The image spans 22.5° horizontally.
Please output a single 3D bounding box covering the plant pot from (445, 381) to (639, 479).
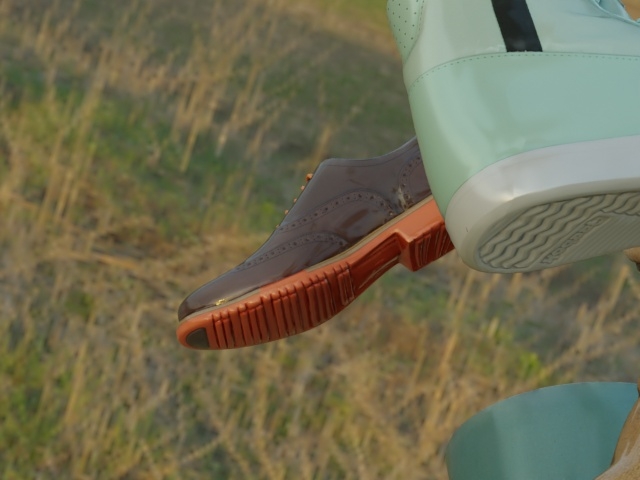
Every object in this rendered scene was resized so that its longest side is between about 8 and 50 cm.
[{"bbox_3d":[0.279,0.320,1.645,0.293,0.293,0.235,13,53,-19],"label":"plant pot"}]

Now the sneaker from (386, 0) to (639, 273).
[{"bbox_3d":[0.153,-0.078,0.676,0.256,0.094,0.151,-6,60,-22],"label":"sneaker"}]

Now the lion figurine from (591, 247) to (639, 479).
[{"bbox_3d":[0.229,0.153,1.073,0.142,0.240,0.392,12,49,17],"label":"lion figurine"}]

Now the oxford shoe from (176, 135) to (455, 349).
[{"bbox_3d":[0.000,0.000,1.260,0.271,0.097,0.098,-26,69,-13],"label":"oxford shoe"}]
